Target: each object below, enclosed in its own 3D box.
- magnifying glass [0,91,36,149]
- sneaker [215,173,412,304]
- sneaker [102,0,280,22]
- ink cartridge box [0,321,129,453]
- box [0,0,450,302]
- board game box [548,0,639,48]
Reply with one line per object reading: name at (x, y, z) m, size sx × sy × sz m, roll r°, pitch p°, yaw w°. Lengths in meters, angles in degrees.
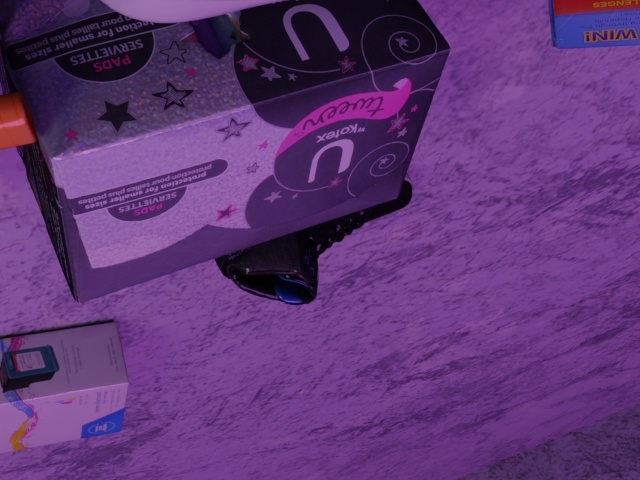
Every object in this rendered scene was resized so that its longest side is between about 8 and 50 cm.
magnifying glass at (-0.258, -0.035, 0.442) m, size 0.230 × 0.026 × 0.092 m, roll -15°, pitch 151°, yaw -9°
sneaker at (0.000, 0.000, 0.838) m, size 0.216 × 0.121 × 0.079 m, roll -7°, pitch 150°, yaw -22°
sneaker at (-0.003, -0.168, 0.464) m, size 0.297 × 0.111 × 0.129 m, roll -39°, pitch 178°, yaw -40°
ink cartridge box at (-0.327, 0.164, 0.959) m, size 0.230 × 0.078 × 0.134 m, roll -8°, pitch 149°, yaw -21°
box at (-0.066, -0.088, 0.592) m, size 0.247 × 0.142 × 0.163 m, roll -19°, pitch 153°, yaw -20°
board game box at (0.278, -0.220, 0.505) m, size 0.308 × 0.086 × 0.302 m, roll 1°, pitch 165°, yaw 17°
